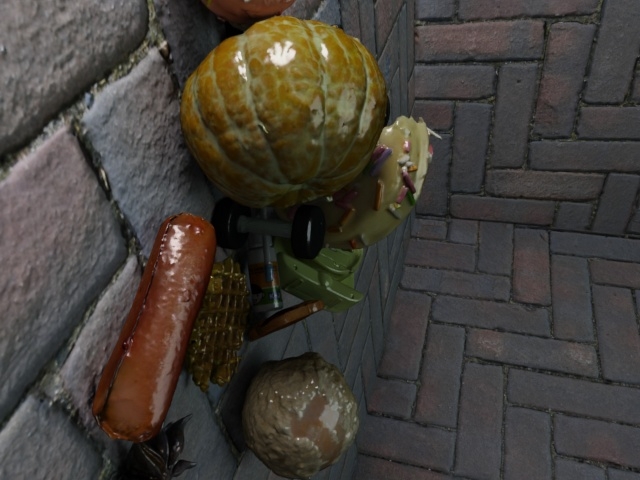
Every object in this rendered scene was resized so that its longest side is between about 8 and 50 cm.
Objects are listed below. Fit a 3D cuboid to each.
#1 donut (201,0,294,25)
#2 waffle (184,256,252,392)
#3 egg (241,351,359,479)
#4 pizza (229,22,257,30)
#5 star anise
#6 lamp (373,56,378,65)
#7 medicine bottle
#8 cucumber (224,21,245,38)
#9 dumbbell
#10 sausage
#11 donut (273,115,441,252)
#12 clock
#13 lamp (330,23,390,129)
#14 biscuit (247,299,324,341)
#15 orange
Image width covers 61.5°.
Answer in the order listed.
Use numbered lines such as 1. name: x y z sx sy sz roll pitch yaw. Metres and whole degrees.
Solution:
1. donut: -0.107 -0.411 0.744 0.233 0.085 0.199 38 75 -45
2. waffle: -0.188 0.153 0.990 0.229 0.051 0.232 -62 152 -50
3. egg: -0.046 0.384 1.192 0.310 0.278 0.279 76 25 -62
4. pizza: -0.158 -0.492 0.785 0.182 0.073 0.366 -48 136 -38
5. star anise: -0.259 0.353 0.808 0.181 0.061 0.205 62 37 -60
6. lamp: 0.119 -0.550 1.720 0.163 0.090 0.091 -25 121 -51
7. medicine bottle: -0.115 0.032 1.086 0.092 0.061 0.221 158 -75 -68
8. cucumber: -0.145 -0.406 0.935 0.078 0.062 0.212 -42 129 -40
9. dumbbell: -0.094 -0.024 0.992 0.100 0.190 0.100 6 90 -73
10. sausage: -0.227 0.115 0.769 0.102 0.102 0.331 65 34 -59
11. donut: 0.023 -0.138 1.090 0.150 0.370 0.308 1 110 -59
12. clock: 0.000 0.000 1.271 0.234 0.096 0.308 27 49 -24
13. lamp: 0.066 -0.327 1.380 0.272 0.204 0.375 27 59 -68
14. biscuit: -0.078 0.168 1.140 0.043 0.183 0.280 62 -2 11
15. orange: -0.051 -0.188 0.847 0.329 0.329 0.249 21 54 -73
